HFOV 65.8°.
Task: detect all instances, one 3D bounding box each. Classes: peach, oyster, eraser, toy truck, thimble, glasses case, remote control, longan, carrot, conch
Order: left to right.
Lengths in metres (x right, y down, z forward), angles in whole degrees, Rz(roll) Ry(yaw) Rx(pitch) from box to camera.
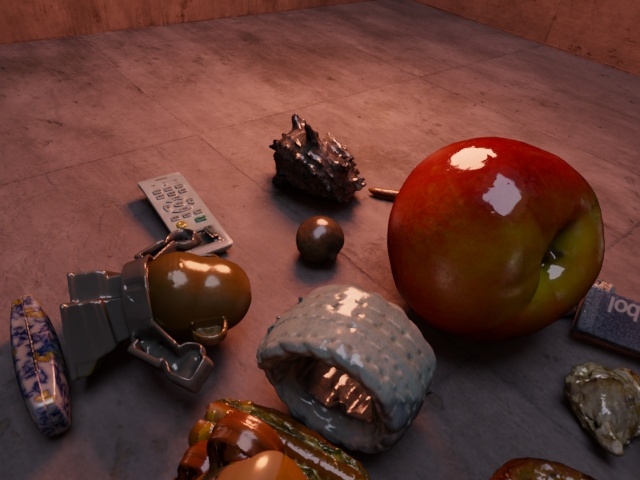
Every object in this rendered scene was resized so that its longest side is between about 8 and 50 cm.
[{"bbox_3d":[-0.429,0.183,0.755,0.065,0.087,0.248,-22,44,-24],"label":"glasses case"},{"bbox_3d":[-0.308,-0.058,1.104,0.103,0.051,0.293,-21,50,-30],"label":"remote control"},{"bbox_3d":[-0.087,0.323,0.500,0.211,0.288,0.204,40,43,1],"label":"toy truck"},{"bbox_3d":[-0.003,-0.201,1.239,0.240,0.186,0.312,10,9,-42],"label":"conch"},{"bbox_3d":[0.000,0.000,1.041,0.113,0.092,0.114,12,44,-12],"label":"longan"},{"bbox_3d":[0.038,0.176,0.733,0.250,0.205,0.172,25,42,19],"label":"thimble"},{"bbox_3d":[0.213,-0.109,1.259,0.190,0.037,0.037,13,39,14],"label":"carrot"},{"bbox_3d":[0.294,-0.011,0.904,0.387,0.389,0.389,4,38,-3],"label":"peach"},{"bbox_3d":[0.475,0.261,0.797,0.163,0.081,0.191,15,42,3],"label":"oyster"},{"bbox_3d":[0.589,0.165,0.918,0.212,0.046,0.092,22,81,13],"label":"eraser"}]

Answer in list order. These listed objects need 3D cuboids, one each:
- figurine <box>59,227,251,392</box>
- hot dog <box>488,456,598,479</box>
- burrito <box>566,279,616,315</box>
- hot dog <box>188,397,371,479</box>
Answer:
[{"bbox_3d":[-0.257,0.103,0.818,0.284,0.167,0.343,-12,62,-10],"label":"figurine"},{"bbox_3d":[0.312,0.384,0.583,0.272,0.122,0.196,32,35,31],"label":"hot dog"},{"bbox_3d":[0.504,0.118,0.996,0.202,0.064,0.064,-6,40,-12],"label":"burrito"},{"bbox_3d":[-0.054,0.298,0.681,0.268,0.072,0.115,17,32,14],"label":"hot dog"}]
